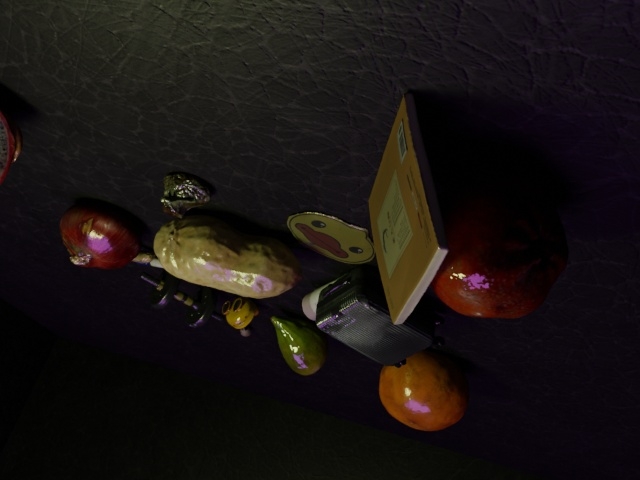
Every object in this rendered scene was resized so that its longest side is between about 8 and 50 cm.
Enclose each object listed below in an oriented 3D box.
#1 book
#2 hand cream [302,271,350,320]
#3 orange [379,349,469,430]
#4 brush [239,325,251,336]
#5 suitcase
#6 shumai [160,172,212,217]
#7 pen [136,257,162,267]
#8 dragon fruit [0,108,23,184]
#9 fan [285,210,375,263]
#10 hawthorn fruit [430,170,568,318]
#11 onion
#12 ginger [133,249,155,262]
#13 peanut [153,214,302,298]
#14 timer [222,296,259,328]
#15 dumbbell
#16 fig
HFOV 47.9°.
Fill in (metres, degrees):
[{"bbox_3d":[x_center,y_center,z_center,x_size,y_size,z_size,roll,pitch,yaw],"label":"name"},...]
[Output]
[{"bbox_3d":[0.139,-0.034,1.227,0.032,0.269,0.389,-7,159,-7],"label":"book"},{"bbox_3d":[0.057,0.152,1.944,0.133,0.083,0.247,29,145,-25],"label":"hand cream"},{"bbox_3d":[0.318,0.464,2.238,0.283,0.226,0.284,18,151,10],"label":"orange"},{"bbox_3d":[-0.282,0.283,2.554,0.042,0.039,0.299,16,156,10],"label":"brush"},{"bbox_3d":[0.152,0.202,1.845,0.312,0.128,0.202,33,134,-25],"label":"suitcase"},{"bbox_3d":[-0.318,-0.097,1.658,0.123,0.087,0.099,4,152,29],"label":"shumai"},{"bbox_3d":[-0.462,0.076,2.239,0.268,0.033,0.033,8,155,25],"label":"pen"},{"bbox_3d":[-0.821,-0.215,1.565,0.305,0.306,0.225,34,169,-30],"label":"dragon fruit"},{"bbox_3d":[0.000,0.001,1.716,0.229,0.011,0.335,35,153,-29],"label":"fan"},{"bbox_3d":[0.260,0.012,1.232,0.254,0.254,0.300,33,157,-30],"label":"hawthorn fruit"},{"bbox_3d":[-0.621,-0.005,2.034,0.247,0.162,0.248,1,163,0],"label":"onion"},{"bbox_3d":[-0.630,0.024,2.229,0.258,0.065,0.149,13,170,1],"label":"ginger"},{"bbox_3d":[-0.229,0.037,1.787,0.386,0.170,0.192,14,151,9],"label":"peanut"},{"bbox_3d":[-0.250,0.238,2.338,0.107,0.107,0.109,-6,143,47],"label":"timer"},{"bbox_3d":[-0.442,0.184,2.322,0.325,0.143,0.143,33,154,-30],"label":"dumbbell"},{"bbox_3d":[-0.059,0.327,2.356,0.167,0.167,0.234,2,115,37],"label":"fig"}]
